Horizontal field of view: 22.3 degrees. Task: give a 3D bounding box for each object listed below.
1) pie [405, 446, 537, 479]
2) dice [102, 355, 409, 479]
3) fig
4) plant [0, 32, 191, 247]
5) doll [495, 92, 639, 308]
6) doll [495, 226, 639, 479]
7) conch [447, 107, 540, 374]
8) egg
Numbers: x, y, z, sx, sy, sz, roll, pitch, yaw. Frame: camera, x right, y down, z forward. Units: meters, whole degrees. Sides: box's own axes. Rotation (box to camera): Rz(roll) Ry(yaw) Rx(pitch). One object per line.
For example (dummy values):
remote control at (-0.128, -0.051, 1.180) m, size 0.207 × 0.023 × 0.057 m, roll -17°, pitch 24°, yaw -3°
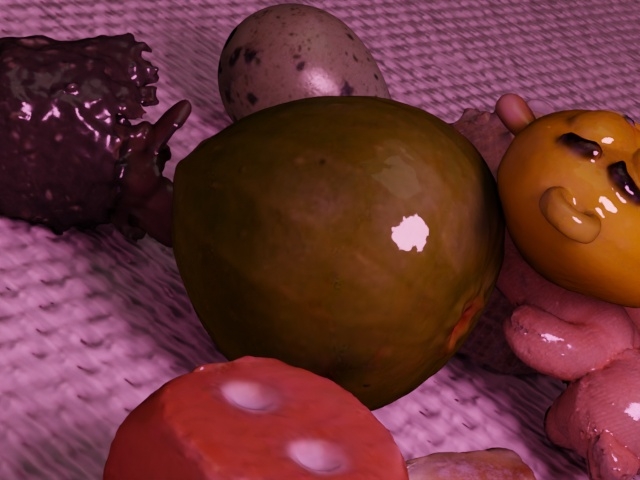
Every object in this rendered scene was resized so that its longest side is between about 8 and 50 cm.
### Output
pie at (0.166, 0.296, 1.293) m, size 0.338 × 0.075 × 0.337 m, roll 16°, pitch 33°, yaw -11°
dice at (-0.049, 0.197, 1.188) m, size 0.175 × 0.174 × 0.179 m, roll -6°, pitch 38°, yaw -37°
fig at (0.000, 0.000, 1.464) m, size 0.316 × 0.316 × 0.316 m, roll 18°, pitch 27°, yaw -10°
plant at (-0.234, -0.104, 1.597) m, size 0.234 × 0.178 × 0.204 m, roll 8°, pitch 29°, yaw -15°
doll at (0.290, -0.015, 1.492) m, size 0.348 × 0.161 × 0.423 m, roll 36°, pitch 14°, yaw -18°
doll at (0.241, 0.109, 1.573) m, size 0.201 × 0.156 × 0.303 m, roll -13°, pitch 57°, yaw -43°
conch at (0.197, -0.008, 1.740) m, size 0.352 × 0.210 × 0.297 m, roll 22°, pitch 41°, yaw 2°
egg at (-0.013, -0.176, 1.900) m, size 0.228 × 0.177 × 0.177 m, roll 35°, pitch 27°, yaw -2°
